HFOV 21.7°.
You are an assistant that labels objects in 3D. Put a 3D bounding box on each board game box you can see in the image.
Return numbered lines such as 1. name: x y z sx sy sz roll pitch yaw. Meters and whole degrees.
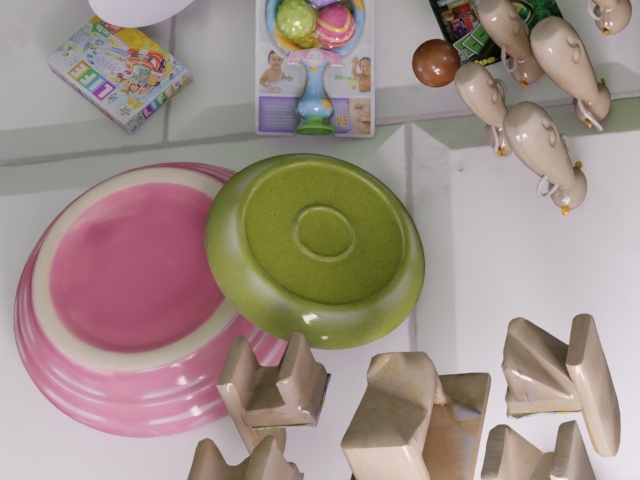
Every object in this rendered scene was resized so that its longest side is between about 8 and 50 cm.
1. board game box: -0.241 -0.204 1.992 0.103 0.026 0.154 -44 60 -13
2. board game box: 0.185 -0.317 1.958 0.136 0.030 0.260 -18 57 0

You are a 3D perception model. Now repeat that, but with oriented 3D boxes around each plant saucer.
1. plant saucer: -0.179 0.046 1.795 0.332 0.084 0.332 -6 59 10
2. plant saucer: 0.000 0.000 1.747 0.241 0.037 0.241 8 56 -12

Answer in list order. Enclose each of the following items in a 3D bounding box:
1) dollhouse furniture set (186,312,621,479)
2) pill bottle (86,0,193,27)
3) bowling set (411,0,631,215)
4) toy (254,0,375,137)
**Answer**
1. dollhouse furniture set: 0.079 0.295 1.522 0.362 0.256 0.394 -5 40 21
2. pill bottle: -0.278 -0.438 2.032 0.210 0.210 0.363 -31 58 -6
3. bowling set: 0.217 -0.181 1.823 0.200 0.154 0.287 6 61 38
4. toy: -0.004 -0.236 1.869 0.137 0.056 0.237 1 86 -6
